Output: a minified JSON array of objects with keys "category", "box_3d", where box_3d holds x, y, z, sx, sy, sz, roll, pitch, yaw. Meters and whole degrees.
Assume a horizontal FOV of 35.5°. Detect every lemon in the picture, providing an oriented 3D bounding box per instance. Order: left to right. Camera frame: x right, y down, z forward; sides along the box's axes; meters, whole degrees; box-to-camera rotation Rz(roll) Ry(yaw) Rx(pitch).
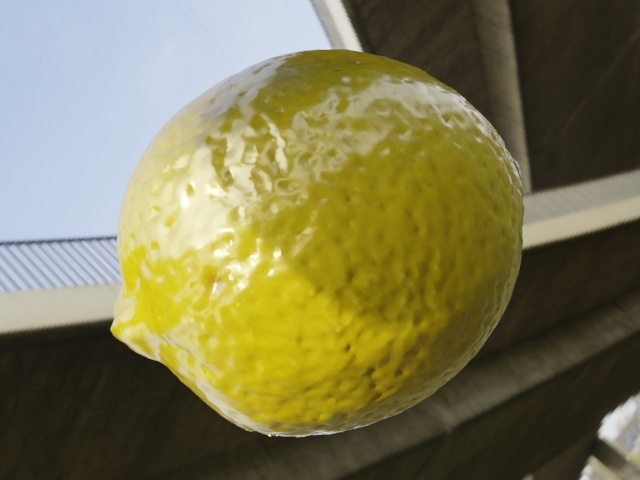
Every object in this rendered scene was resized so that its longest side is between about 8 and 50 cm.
[{"category":"lemon","box_3d":[0.001,0.001,0.653,0.267,0.267,0.267,-39,-27,-24]}]
